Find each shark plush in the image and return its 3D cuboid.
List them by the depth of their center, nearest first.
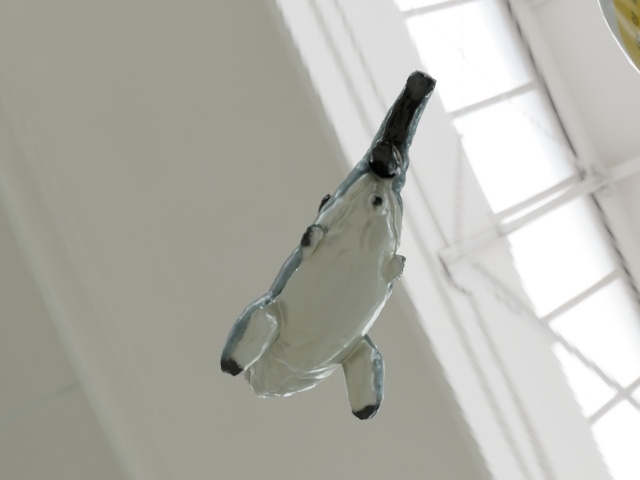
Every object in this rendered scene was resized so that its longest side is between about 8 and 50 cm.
[{"bbox_3d":[0.000,0.000,0.588,0.073,0.067,0.161,9,-70,-13],"label":"shark plush"}]

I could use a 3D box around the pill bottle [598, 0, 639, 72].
[{"bbox_3d":[0.204,-0.085,0.418,0.334,0.188,0.187,53,-49,45],"label":"pill bottle"}]
